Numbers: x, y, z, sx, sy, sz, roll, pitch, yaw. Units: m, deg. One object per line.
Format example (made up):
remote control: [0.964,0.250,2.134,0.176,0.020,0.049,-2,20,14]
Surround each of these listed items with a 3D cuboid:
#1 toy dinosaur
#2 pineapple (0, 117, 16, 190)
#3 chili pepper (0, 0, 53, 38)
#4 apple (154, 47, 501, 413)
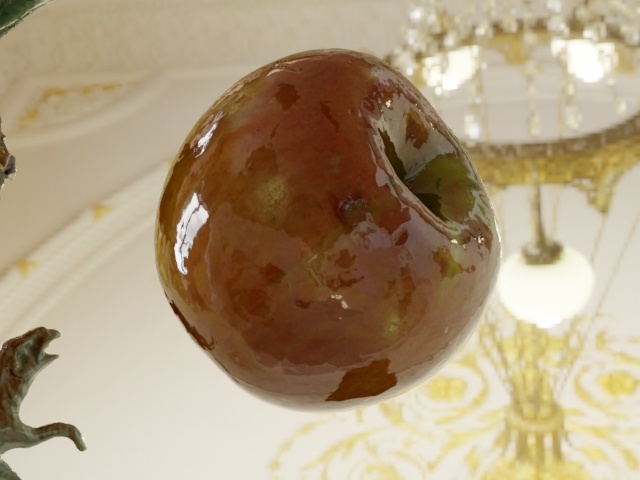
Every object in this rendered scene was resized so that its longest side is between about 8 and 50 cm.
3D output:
toy dinosaur: [-0.305,0.262,1.129,0.393,0.205,0.092,-46,-162,-26]
pineapple: [-0.410,-0.068,1.039,0.272,0.262,0.262,-30,-152,14]
chili pepper: [-0.090,-0.076,0.380,0.182,0.050,0.073,-26,-148,26]
apple: [0.000,0.000,0.770,0.196,0.196,0.196,-5,-149,3]
